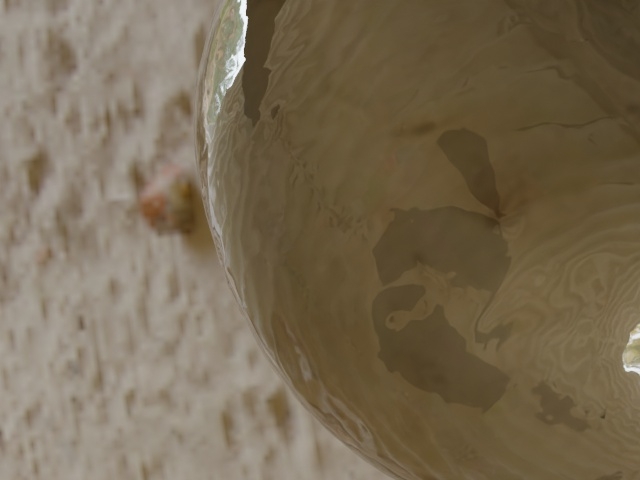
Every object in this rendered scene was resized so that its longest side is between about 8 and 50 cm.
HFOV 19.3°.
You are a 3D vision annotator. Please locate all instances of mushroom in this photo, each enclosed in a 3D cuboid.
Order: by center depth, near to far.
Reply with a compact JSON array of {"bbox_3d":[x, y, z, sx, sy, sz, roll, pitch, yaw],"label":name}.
[{"bbox_3d":[0.118,-0.023,0.849,0.295,0.362,0.362,110,141,-52],"label":"mushroom"}]
